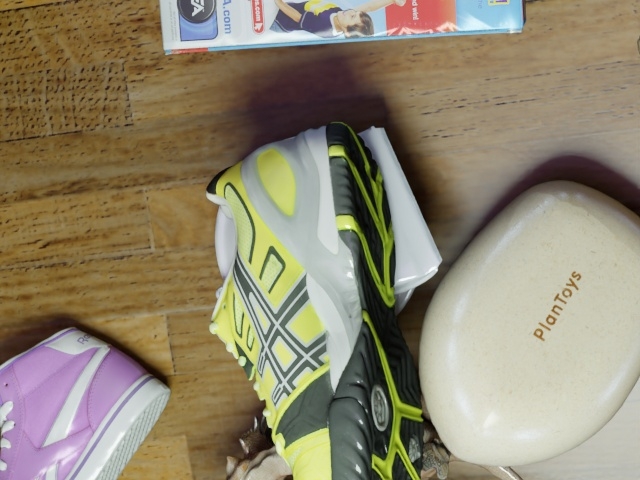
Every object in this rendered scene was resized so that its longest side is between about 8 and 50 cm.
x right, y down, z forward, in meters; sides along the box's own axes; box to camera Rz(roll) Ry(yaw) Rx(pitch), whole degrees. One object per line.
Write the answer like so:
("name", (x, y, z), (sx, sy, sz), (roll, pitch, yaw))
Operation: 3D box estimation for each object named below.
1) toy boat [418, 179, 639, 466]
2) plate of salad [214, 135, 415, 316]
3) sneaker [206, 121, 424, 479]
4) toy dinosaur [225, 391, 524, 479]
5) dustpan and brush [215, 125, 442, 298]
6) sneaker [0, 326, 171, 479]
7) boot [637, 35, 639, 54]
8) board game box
("toy boat", (0.240, 0.120, 1.509), (0.318, 0.148, 0.267), (38, 79, 3))
("plate of salad", (0.000, 0.000, 1.603), (0.200, 0.048, 0.200), (2, 98, 13))
("sneaker", (-0.008, 0.098, 1.455), (0.147, 0.145, 0.384), (-12, 69, 20))
("toy dinosaur", (0.041, 0.194, 1.591), (0.296, 0.200, 0.127), (6, 59, -12))
("dustpan and brush", (-0.007, 0.006, 1.558), (0.211, 0.060, 0.147), (-25, 80, 9))
("sneaker", (-0.288, 0.216, 1.682), (0.161, 0.102, 0.282), (34, 83, 11))
("boot", (0.414, -0.127, 1.464), (0.207, 0.090, 0.248), (-38, 88, 7))
("board game box", (0.012, -0.318, 1.424), (0.302, 0.086, 0.308), (-2, 100, 9))
